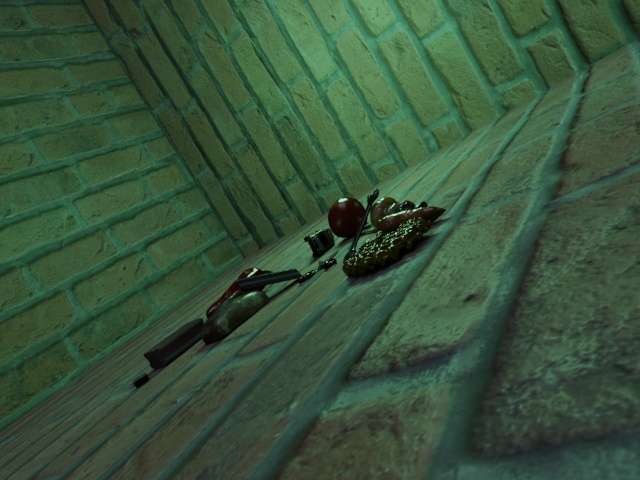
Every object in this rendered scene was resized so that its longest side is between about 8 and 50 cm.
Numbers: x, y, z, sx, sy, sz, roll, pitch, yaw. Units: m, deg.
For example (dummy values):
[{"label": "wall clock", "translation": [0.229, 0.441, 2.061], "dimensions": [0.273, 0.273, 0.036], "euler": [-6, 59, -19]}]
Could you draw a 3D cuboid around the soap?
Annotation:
[{"label": "soap", "translation": [-0.489, 0.349, 1.843], "dimensions": [0.122, 0.065, 0.203], "euler": [-25, 9, 47]}]

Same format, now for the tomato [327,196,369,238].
[{"label": "tomato", "translation": [0.102, -0.091, 2.092], "dimensions": [0.167, 0.167, 0.167], "euler": [-31, 6, 4]}]

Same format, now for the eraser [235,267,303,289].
[{"label": "eraser", "translation": [-0.174, 0.130, 1.826], "dimensions": [0.225, 0.036, 0.082], "euler": [-11, -1, -10]}]

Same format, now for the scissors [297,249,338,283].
[{"label": "scissors", "translation": [0.007, 0.078, 1.811], "dimensions": [0.144, 0.017, 0.247], "euler": [-30, 5, 15]}]

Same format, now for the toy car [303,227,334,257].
[{"label": "toy car", "translation": [0.000, 0.000, 2.153], "dimensions": [0.108, 0.089, 0.209], "euler": [-26, 3, 3]}]

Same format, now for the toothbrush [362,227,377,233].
[{"label": "toothbrush", "translation": [0.182, -0.040, 1.867], "dimensions": [0.026, 0.028, 0.294], "euler": [-32, 1, -18]}]

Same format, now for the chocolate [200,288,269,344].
[{"label": "chocolate", "translation": [-0.286, 0.228, 1.738], "dimensions": [0.157, 0.080, 0.254], "euler": [-26, 8, 44]}]

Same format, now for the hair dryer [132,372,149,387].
[{"label": "hair dryer", "translation": [-0.564, 0.439, 1.707], "dimensions": [0.047, 0.026, 0.083], "euler": [-31, -2, -17]}]

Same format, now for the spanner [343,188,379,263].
[{"label": "spanner", "translation": [0.122, -0.043, 1.604], "dimensions": [0.054, 0.015, 0.254], "euler": [-18, 46, 61]}]

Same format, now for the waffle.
[{"label": "waffle", "translation": [0.163, 0.016, 1.352], "dimensions": [0.229, 0.051, 0.231], "euler": [-33, 7, -19]}]

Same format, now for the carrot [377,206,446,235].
[{"label": "carrot", "translation": [0.251, -0.055, 1.456], "dimensions": [0.205, 0.072, 0.072], "euler": [-18, 14, 46]}]

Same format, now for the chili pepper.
[{"label": "chili pepper", "translation": [-0.286, 0.186, 1.968], "dimensions": [0.110, 0.110, 0.387], "euler": [-28, 10, 34]}]

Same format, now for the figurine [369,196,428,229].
[{"label": "figurine", "translation": [0.227, -0.080, 1.601], "dimensions": [0.114, 0.108, 0.196], "euler": [-52, 20, -22]}]
